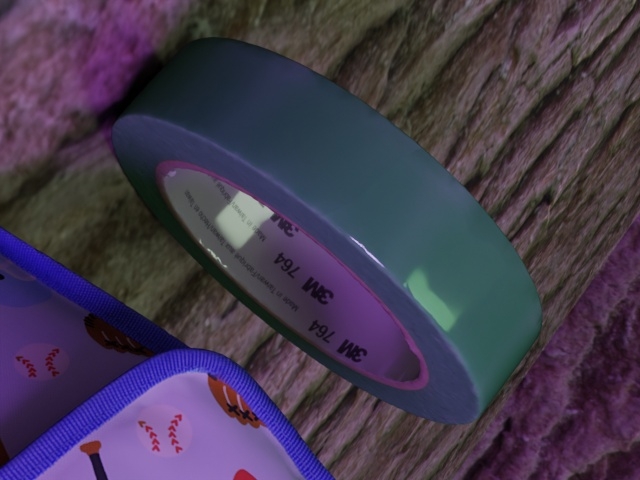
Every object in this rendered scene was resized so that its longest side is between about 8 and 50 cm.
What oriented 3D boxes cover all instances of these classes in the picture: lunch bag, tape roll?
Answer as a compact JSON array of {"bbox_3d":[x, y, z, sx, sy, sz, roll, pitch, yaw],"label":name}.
[{"bbox_3d":[-0.188,0.187,0.657,0.328,0.385,0.239,-39,148,-35],"label":"lunch bag"},{"bbox_3d":[0.000,0.000,0.866,0.077,0.321,0.321,-50,153,-17],"label":"tape roll"}]
